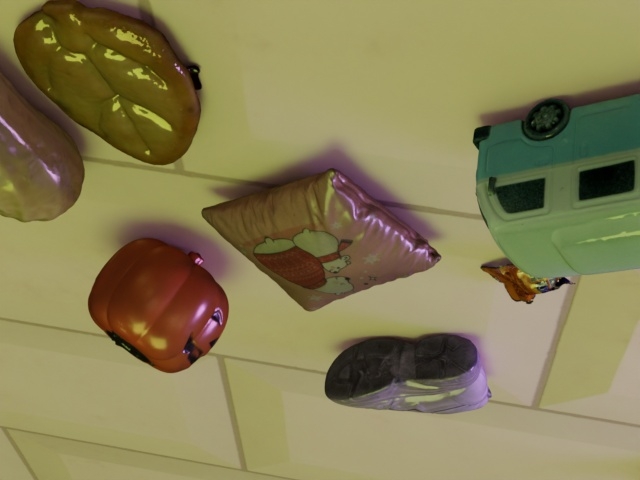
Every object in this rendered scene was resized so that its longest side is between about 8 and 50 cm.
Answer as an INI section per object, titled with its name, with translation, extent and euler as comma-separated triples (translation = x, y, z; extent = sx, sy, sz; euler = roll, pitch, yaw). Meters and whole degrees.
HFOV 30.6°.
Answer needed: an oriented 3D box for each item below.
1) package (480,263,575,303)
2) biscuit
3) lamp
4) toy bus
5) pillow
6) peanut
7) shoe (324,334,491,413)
[package]
translation = 0.261, 0.051, 1.460
extent = 0.077, 0.033, 0.110
euler = 27, 152, -38
[biscuit]
translation = -0.225, -0.167, 1.285
extent = 0.202, 0.041, 0.260
euler = -1, 144, 22
[lamp]
translation = -0.212, 0.081, 1.569
extent = 0.187, 0.164, 0.188
euler = 33, 161, 13
[toy bus]
translation = 0.287, -0.051, 1.160
extent = 0.271, 0.165, 0.133
euler = -10, 142, 33
[pillow]
translation = 0.000, 0.000, 1.427
extent = 0.236, 0.084, 0.223
euler = -21, 133, 39
[peanut]
translation = -0.396, -0.123, 1.327
extent = 0.147, 0.148, 0.319
euler = -6, 147, 29
[shoe]
translation = 0.131, 0.211, 1.707
extent = 0.245, 0.095, 0.138
euler = -11, 139, 24
